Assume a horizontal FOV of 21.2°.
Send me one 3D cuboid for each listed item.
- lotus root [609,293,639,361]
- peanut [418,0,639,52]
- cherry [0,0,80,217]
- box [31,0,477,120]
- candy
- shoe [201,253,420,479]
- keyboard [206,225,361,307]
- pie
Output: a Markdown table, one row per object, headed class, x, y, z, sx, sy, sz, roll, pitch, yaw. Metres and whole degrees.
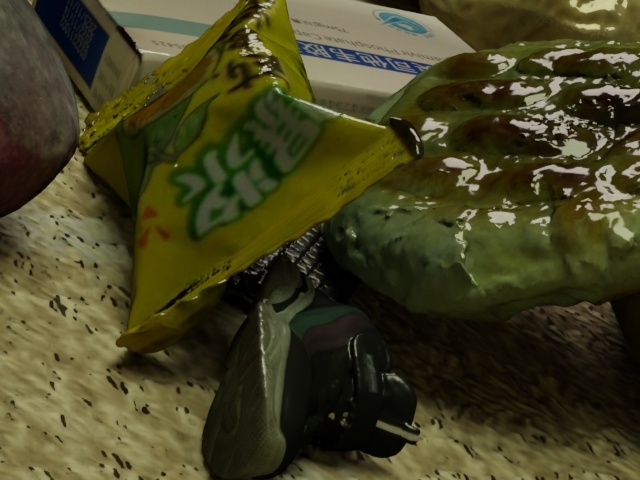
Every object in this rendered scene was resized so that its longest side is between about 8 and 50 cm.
| class | x | y | z | sx | sy | sz | roll | pitch | yaw |
| --- | --- | --- | --- | --- | --- | --- | --- | --- | --- |
| lotus root | 0.257 | 0.027 | 0.995 | 0.151 | 0.169 | 0.342 | 46 | 14 | -20 |
| peanut | 0.209 | -0.193 | 1.536 | 0.257 | 0.123 | 0.123 | 5 | 27 | -27 |
| cherry | -0.211 | -0.083 | 0.896 | 0.176 | 0.140 | 0.176 | 36 | 28 | -22 |
| box | -0.018 | -0.124 | 1.241 | 0.343 | 0.065 | 0.200 | 7 | 27 | -31 |
| candy | -0.052 | -0.055 | 0.942 | 0.081 | 0.187 | 0.297 | 46 | 11 | -27 |
| shoe | 0.003 | 0.071 | 0.822 | 0.099 | 0.071 | 0.169 | 25 | 21 | -6 |
| keyboard | 0.000 | -0.001 | 1.036 | 0.072 | 0.023 | 0.231 | 26 | 23 | 7 |
| pie | 0.135 | -0.049 | 0.986 | 0.306 | 0.071 | 0.306 | -16 | 29 | 9 |
